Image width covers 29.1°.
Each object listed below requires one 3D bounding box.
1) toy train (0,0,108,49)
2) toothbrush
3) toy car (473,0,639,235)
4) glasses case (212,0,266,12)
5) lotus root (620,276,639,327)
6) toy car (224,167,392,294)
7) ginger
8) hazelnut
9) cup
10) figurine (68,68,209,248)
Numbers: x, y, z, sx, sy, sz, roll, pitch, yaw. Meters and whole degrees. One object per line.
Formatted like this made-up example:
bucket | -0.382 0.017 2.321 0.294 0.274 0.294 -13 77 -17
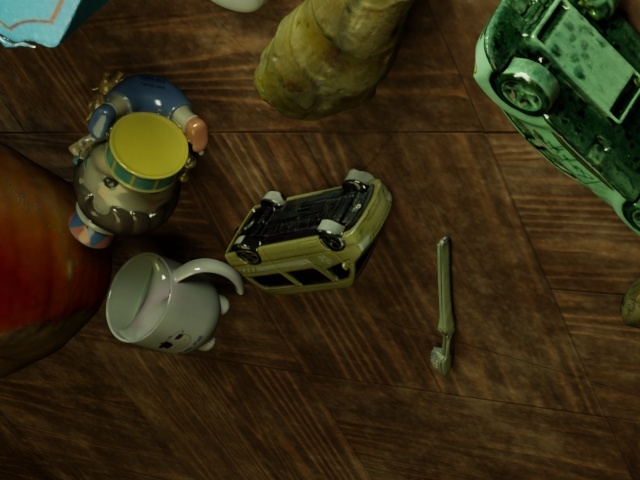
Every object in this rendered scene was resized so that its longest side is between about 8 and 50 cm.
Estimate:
toy train | -0.308 -0.351 1.201 0.300 0.188 0.265 35 127 -5
toothbrush | 0.160 0.090 1.590 0.028 0.026 0.294 35 151 25
toy car | 0.259 -0.117 1.138 0.306 0.136 0.125 42 160 -17
glasses case | -0.088 -0.321 1.216 0.092 0.059 0.233 21 145 13
lotus root | 0.361 0.068 1.366 0.049 0.054 0.099 22 148 -3
toy car | 0.000 0.000 1.535 0.257 0.101 0.124 -9 134 48
ginger | 0.022 -0.204 1.244 0.109 0.116 0.263 0 154 -28
hazelnut | -0.491 0.037 1.801 0.359 0.359 0.409 44 150 -18
cup | -0.204 0.082 1.797 0.142 0.173 0.134 24 -168 -46
figurine | -0.240 -0.087 1.562 0.161 0.158 0.275 9 150 -13
